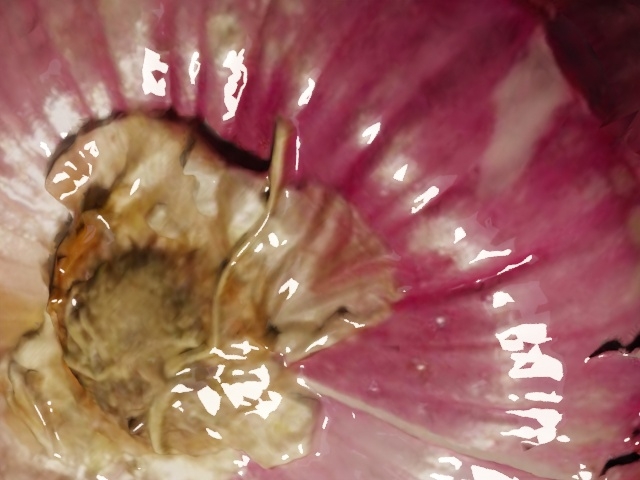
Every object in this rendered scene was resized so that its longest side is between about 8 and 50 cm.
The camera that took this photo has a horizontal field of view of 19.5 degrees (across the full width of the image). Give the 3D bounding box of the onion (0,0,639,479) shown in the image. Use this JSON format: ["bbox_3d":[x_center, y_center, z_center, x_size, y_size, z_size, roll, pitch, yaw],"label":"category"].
[{"bbox_3d":[0.000,0.000,0.477,0.230,0.163,0.230,9,108,27],"label":"onion"}]
